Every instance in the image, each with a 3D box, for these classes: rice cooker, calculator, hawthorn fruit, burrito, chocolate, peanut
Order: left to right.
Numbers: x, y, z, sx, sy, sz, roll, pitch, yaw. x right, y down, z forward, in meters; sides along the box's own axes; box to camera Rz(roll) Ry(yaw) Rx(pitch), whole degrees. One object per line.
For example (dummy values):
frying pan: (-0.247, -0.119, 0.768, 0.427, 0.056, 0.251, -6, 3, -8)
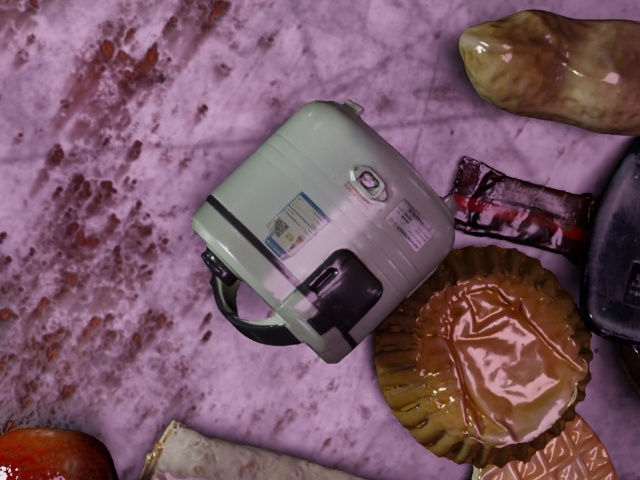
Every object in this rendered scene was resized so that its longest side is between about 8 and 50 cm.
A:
hawthorn fruit: (-0.294, 0.266, 1.494, 0.188, 0.169, 0.169, 2, 95, 5)
burrito: (-0.050, 0.293, 1.557, 0.299, 0.105, 0.143, 19, 88, -8)
rice cooker: (0.000, 0.000, 1.483, 0.244, 0.226, 0.226, -43, 99, -5)
chocolate: (0.226, -0.029, 1.607, 0.183, 0.028, 0.086, 18, 89, -8)
peanut: (0.263, -0.179, 1.546, 0.253, 0.137, 0.122, 10, 92, -6)
calculator: (0.368, 0.009, 1.548, 0.177, 0.040, 0.268, 13, 65, 14)

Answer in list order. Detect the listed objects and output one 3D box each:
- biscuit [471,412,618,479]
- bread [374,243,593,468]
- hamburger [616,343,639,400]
biscuit: (0.227, 0.332, 1.631, 0.205, 0.040, 0.309, 30, 90, -10)
bread: (0.169, 0.119, 1.545, 0.240, 0.139, 0.239, 0, 84, 4)
hamburger: (0.463, 0.107, 1.574, 0.285, 0.265, 0.134, -16, 141, -7)
